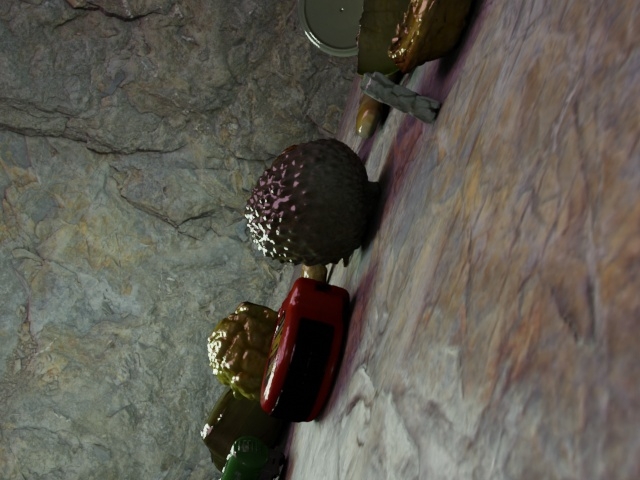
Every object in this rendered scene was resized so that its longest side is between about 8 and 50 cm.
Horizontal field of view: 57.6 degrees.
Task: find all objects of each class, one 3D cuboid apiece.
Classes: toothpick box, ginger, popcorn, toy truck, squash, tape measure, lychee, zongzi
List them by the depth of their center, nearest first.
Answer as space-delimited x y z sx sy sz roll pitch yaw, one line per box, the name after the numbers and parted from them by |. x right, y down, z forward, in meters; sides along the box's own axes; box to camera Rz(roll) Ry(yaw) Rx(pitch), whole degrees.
-0.032 0.206 1.083 0.253 0.114 0.261 118 166 -64 | tape measure
-0.015 -0.072 1.150 0.255 0.274 0.255 -8 -90 -76 | lychee
0.146 -0.443 1.226 0.155 0.204 0.237 -157 74 -68 | squash
-0.157 0.528 1.242 0.101 0.124 0.243 -83 11 -63 | toy truck
-0.116 0.241 1.299 0.251 0.237 0.206 -38 -1 -33 | popcorn
0.070 -0.570 1.376 0.316 0.229 0.229 -69 0 -55 | toothpick box
-0.157 0.418 1.520 0.356 0.174 0.393 104 -169 -56 | zongzi
-0.029 0.129 1.533 0.095 0.068 0.190 6 -80 -50 | ginger

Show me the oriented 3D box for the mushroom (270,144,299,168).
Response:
-0.028 -0.177 1.655 0.283 0.263 0.195 11 104 54 | mushroom

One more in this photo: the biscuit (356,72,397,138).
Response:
0.157 -0.415 1.464 0.291 0.062 0.237 -71 1 -46 | biscuit

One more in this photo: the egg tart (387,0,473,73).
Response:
0.174 -0.349 0.880 0.212 0.090 0.213 -163 90 -83 | egg tart

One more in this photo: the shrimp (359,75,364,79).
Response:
0.120 -0.470 1.490 0.162 0.045 0.095 150 143 -79 | shrimp

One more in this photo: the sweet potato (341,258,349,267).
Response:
0.064 -0.018 1.264 0.041 0.038 0.153 48 -131 -68 | sweet potato

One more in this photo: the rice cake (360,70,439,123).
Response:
0.122 -0.236 0.942 0.211 0.124 0.038 -69 4 -74 | rice cake
